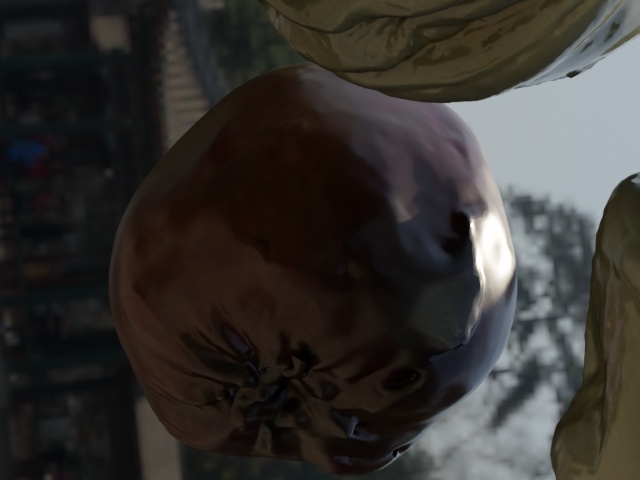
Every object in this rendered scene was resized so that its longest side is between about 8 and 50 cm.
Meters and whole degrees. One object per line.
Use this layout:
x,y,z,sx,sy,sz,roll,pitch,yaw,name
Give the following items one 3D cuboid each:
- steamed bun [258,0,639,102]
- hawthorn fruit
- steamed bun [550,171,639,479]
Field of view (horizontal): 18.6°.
0.059,-0.215,1.191,0.219,0.310,0.324,-58,155,-46,steamed bun
0.003,0.017,1.471,0.325,0.308,0.308,-44,140,-50,hawthorn fruit
0.235,0.023,0.794,0.280,0.268,0.207,21,-52,35,steamed bun
